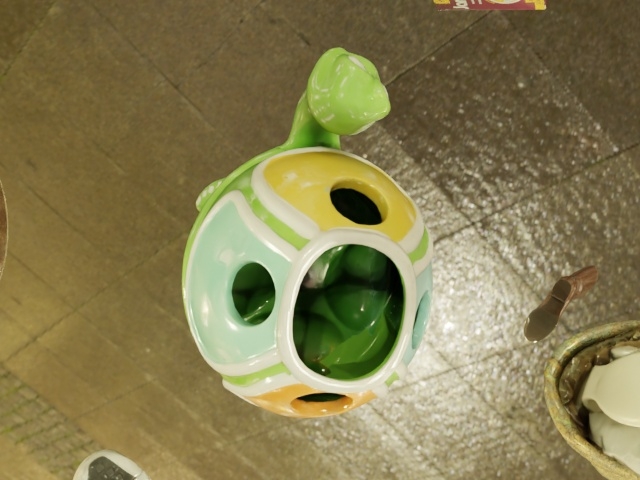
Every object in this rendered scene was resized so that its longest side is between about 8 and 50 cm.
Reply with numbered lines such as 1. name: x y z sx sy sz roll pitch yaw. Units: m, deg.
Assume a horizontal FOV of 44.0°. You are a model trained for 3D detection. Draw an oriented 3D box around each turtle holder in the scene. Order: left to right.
1. turtle holder: 0.012 0.015 0.745 0.243 0.320 0.227 35 178 -17

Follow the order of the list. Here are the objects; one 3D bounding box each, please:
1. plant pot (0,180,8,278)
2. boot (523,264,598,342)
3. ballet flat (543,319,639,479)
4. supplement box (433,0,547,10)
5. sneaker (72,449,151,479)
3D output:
1. plant pot: -0.459 -0.010 0.740 0.215 0.230 0.216 0 89 32
2. boot: 0.327 0.084 1.069 0.037 0.114 0.106 41 119 22
3. ballet flat: 0.244 0.101 0.371 0.123 0.123 0.348 51 159 -21
4. supplement box: 0.123 -0.198 0.576 0.083 0.043 0.055 6 172 21
5. sneaker: -0.245 0.351 0.938 0.118 0.110 0.292 30 137 40
